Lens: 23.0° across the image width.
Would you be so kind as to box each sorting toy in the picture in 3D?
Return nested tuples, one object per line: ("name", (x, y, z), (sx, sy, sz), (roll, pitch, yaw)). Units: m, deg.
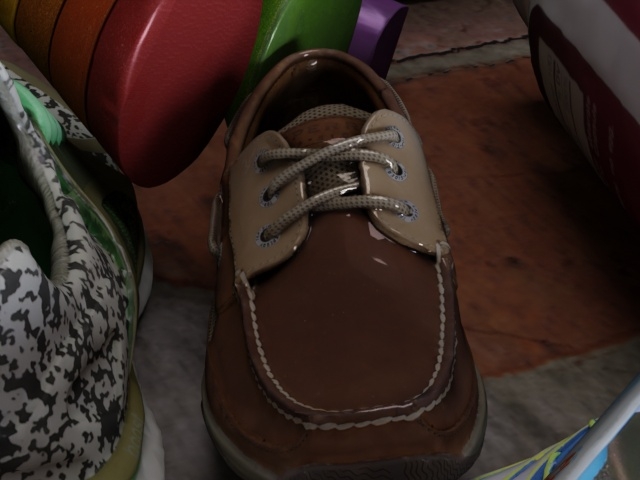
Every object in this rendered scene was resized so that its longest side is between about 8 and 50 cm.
("sorting toy", (-0.065, -0.121, 0.856), (0.126, 0.127, 0.365), (25, 16, 16))

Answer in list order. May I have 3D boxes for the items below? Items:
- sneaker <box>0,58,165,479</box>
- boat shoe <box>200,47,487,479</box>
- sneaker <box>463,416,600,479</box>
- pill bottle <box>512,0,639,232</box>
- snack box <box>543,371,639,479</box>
("sneaker", (-0.141, -0.020, 0.688), (0.158, 0.182, 0.410), (-5, 32, -14))
("boat shoe", (0.000, 0.000, 0.695), (0.123, 0.116, 0.324), (-8, 24, -4))
("sneaker", (0.134, 0.070, 0.589), (0.240, 0.126, 0.091), (-12, 29, 6))
("pill bottle", (0.240, -0.091, 0.811), (0.224, 0.224, 0.392), (-3, 33, -12))
("snack box", (0.179, 0.172, 0.402), (0.322, 0.060, 0.187), (43, 42, 10))
